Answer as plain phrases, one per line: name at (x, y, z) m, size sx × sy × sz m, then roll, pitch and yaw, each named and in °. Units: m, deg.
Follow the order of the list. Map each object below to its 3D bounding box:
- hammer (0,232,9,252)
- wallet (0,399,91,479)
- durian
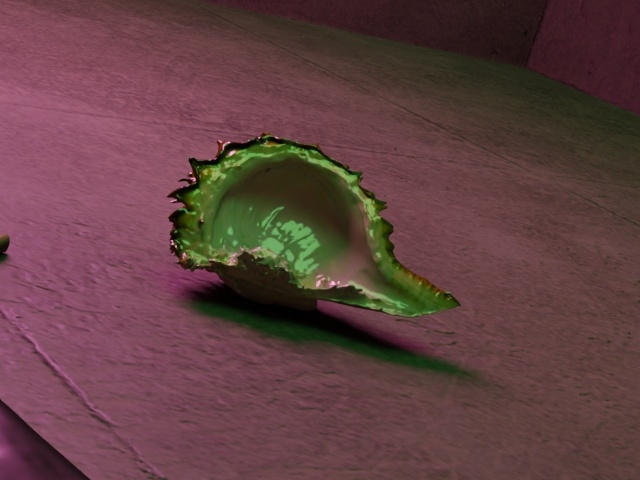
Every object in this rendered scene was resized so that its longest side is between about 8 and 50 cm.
hammer at (-0.226, 0.020, 0.798) m, size 0.060 × 0.028 × 0.195 m, roll 25°, pitch 15°, yaw 7°
wallet at (-0.158, 0.109, 0.550) m, size 0.285 × 0.030 × 0.146 m, roll 29°, pitch 16°, yaw 33°
durian at (-0.005, 0.010, 0.957) m, size 0.224 × 0.078 × 0.140 m, roll 27°, pitch 59°, yaw -2°
